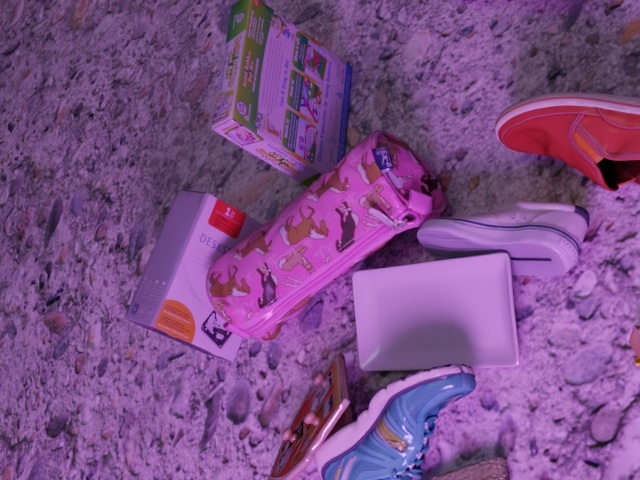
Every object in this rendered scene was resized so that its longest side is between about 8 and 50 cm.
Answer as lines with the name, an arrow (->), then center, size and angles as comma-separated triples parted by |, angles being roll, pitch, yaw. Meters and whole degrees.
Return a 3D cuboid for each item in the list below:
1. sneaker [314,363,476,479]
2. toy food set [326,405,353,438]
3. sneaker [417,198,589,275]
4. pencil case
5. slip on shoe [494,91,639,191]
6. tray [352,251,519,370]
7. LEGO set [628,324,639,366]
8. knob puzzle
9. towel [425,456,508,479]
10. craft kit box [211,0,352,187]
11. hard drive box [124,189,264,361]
sneaker -> 0.108, 0.257, 1.299 | 0.275, 0.107, 0.110 | -48, 50, 28
toy food set -> 0.015, 0.264, 1.440 | 0.083, 0.020, 0.083 | -41, 43, 22
sneaker -> 0.242, -0.007, 1.329 | 0.258, 0.094, 0.091 | 7, 48, 48
pencil case -> 0.000, 0.000, 1.519 | 0.386, 0.167, 0.160 | -37, 84, 26
slip on shoe -> 0.350, -0.116, 1.249 | 0.331, 0.123, 0.101 | 13, 81, 45
tray -> 0.154, 0.101, 1.358 | 0.270, 0.030, 0.145 | -9, 85, 44
LEGO set -> 0.410, 0.189, 1.030 | 0.132, 0.107, 0.287 | -32, 28, -22
knob puzzle -> -0.026, 0.260, 1.409 | 0.213, 0.030, 0.213 | -56, 10, 15
towel -> 0.172, 0.330, 1.226 | 0.148, 0.027, 0.110 | -32, 45, 32
craft kit box -> -0.055, -0.236, 1.650 | 0.061, 0.246, 0.250 | -18, 53, 38
hard drive box -> -0.190, 0.059, 1.663 | 0.089, 0.181, 0.232 | 8, 73, 49
